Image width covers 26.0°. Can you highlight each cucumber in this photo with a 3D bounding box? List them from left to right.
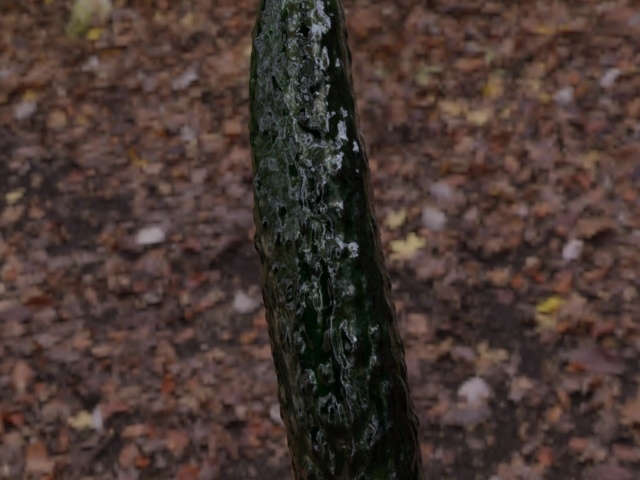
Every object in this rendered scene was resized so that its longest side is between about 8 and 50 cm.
[{"bbox_3d":[0.000,0.000,0.645,0.067,0.294,0.067,-9,-9,-2],"label":"cucumber"}]
